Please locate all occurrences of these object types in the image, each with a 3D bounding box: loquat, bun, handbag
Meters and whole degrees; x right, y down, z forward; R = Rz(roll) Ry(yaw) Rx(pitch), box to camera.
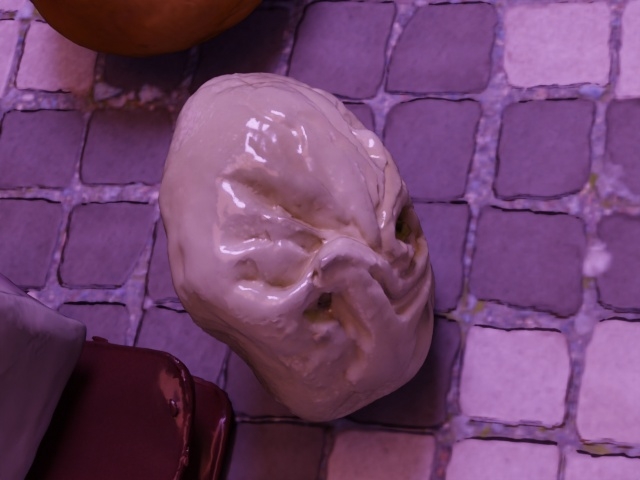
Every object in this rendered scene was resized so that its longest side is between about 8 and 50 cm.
[{"bbox_3d":[-0.125,-0.250,1.076,0.238,0.193,0.238,-27,44,30],"label":"loquat"},{"bbox_3d":[0.000,0.000,0.898,0.145,0.229,0.229,-9,64,32],"label":"bun"},{"bbox_3d":[-0.214,0.193,0.985,0.275,0.084,0.260,7,73,25],"label":"handbag"}]

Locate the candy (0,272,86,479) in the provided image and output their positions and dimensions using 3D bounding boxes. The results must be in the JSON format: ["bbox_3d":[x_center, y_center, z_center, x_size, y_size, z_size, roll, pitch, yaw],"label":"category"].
[{"bbox_3d":[-0.320,0.159,0.913,0.208,0.145,0.359,19,82,29],"label":"candy"}]
